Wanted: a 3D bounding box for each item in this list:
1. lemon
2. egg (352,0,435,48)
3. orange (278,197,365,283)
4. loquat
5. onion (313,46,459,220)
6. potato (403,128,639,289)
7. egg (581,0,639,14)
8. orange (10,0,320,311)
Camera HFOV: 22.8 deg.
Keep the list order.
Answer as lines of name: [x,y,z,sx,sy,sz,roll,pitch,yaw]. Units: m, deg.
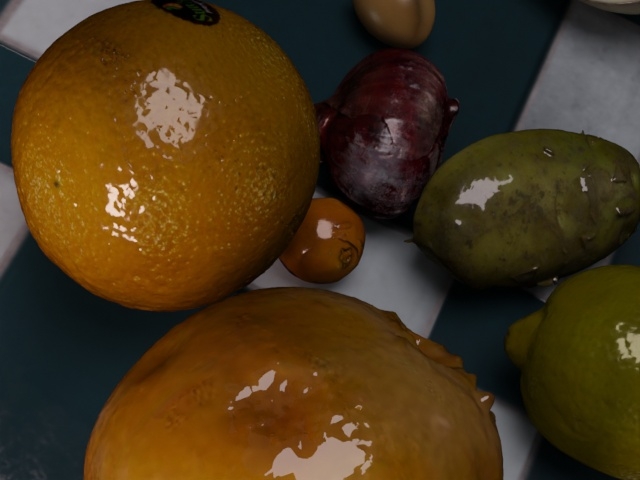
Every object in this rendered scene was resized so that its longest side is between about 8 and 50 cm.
lemon: [0.283,0.120,1.395,0.248,0.184,0.184,24,58,2]
egg: [0.077,-0.240,1.612,0.080,0.080,0.096,-28,66,-26]
orange: [0.001,0.000,1.453,0.083,0.083,0.083,6,59,-10]
loquat: [-0.019,0.192,1.208,0.328,0.328,0.328,6,59,-10]
onion: [0.061,-0.120,1.504,0.151,0.098,0.206,20,44,-15]
potato: [0.193,-0.030,1.492,0.251,0.113,0.149,-15,101,-18]
egg: [0.344,-0.336,1.690,0.271,0.162,0.206,6,90,27]
orange: [-0.130,-0.074,1.360,0.274,0.274,0.274,6,59,-10]
